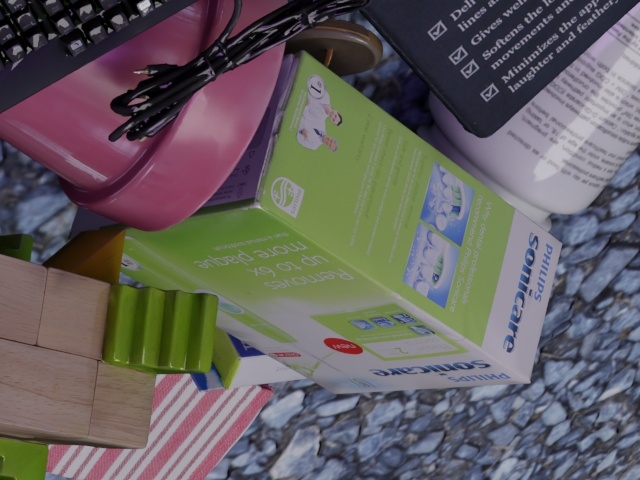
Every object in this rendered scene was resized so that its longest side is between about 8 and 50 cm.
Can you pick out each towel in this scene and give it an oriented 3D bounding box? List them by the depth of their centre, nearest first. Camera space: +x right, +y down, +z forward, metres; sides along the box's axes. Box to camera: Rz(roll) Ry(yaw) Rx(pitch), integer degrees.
[{"bbox_3d":[-0.146,0.154,1.472,0.197,0.029,0.144,22,113,-45],"label":"towel"}]

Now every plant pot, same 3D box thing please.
[{"bbox_3d":[-0.149,-0.127,1.077,0.180,0.201,0.201,22,114,-30],"label":"plant pot"}]

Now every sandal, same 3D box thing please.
[{"bbox_3d":[-0.041,-0.114,1.201,0.180,0.049,0.072,-8,159,17],"label":"sandal"}]

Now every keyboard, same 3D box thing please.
[{"bbox_3d":[-0.052,-0.152,0.906,0.317,0.033,0.201,-30,142,-4],"label":"keyboard"}]

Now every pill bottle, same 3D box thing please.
[{"bbox_3d":[0.186,-0.122,1.347,0.160,0.160,0.283,18,116,-46],"label":"pill bottle"}]

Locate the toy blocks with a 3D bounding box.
[{"bbox_3d":[-0.292,0.061,1.068,0.261,0.381,0.190,18,73,-45],"label":"toy blocks"}]

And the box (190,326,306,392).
[{"bbox_3d":[-0.037,0.065,1.400,0.178,0.109,0.042,-4,135,-35],"label":"box"}]

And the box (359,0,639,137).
[{"bbox_3d":[0.075,-0.301,1.044,0.293,0.212,0.395,-42,142,5],"label":"box"}]

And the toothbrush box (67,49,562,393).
[{"bbox_3d":[0.000,0.000,1.227,0.283,0.206,0.122,32,63,-37],"label":"toothbrush box"}]
